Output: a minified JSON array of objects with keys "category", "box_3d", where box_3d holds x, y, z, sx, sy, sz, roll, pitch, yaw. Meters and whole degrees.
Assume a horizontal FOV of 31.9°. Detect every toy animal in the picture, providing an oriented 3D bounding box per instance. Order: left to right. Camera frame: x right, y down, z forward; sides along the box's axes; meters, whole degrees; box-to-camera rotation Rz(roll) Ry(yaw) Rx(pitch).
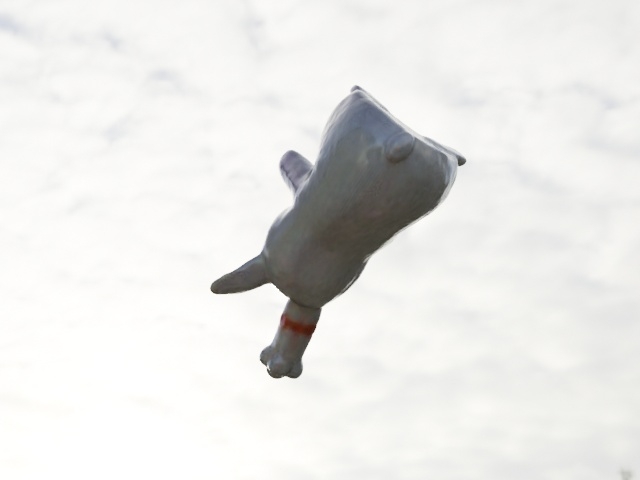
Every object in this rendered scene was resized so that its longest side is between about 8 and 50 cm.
[{"category":"toy animal","box_3d":[0.006,-0.011,1.050,0.140,0.138,0.282,34,-62,-10]}]
